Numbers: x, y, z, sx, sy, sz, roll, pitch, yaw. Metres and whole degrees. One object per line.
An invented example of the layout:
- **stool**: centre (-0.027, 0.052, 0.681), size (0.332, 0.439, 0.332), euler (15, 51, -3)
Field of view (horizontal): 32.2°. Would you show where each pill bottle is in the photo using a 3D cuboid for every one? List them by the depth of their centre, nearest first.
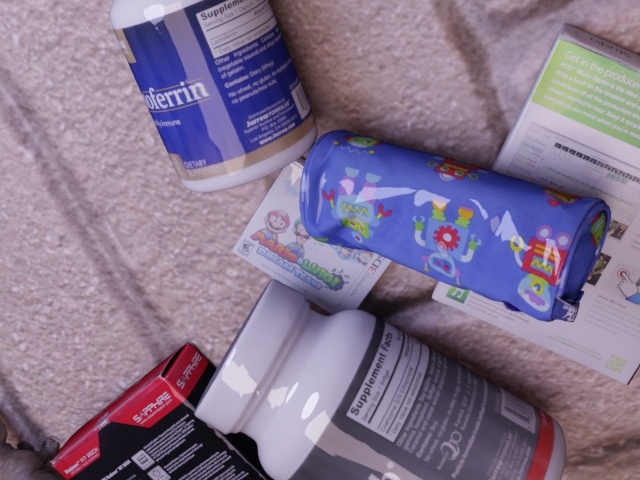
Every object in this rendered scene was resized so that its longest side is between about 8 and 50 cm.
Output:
- **pill bottle**: centre (-0.115, -0.194, 1.095), size (0.153, 0.153, 0.264), euler (-14, 110, 21)
- **pill bottle**: centre (0.062, 0.203, 1.205), size (0.363, 0.210, 0.210), euler (30, 120, -3)

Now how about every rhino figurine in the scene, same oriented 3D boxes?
- **rhino figurine**: centre (-0.389, 0.301, 1.443), size (0.073, 0.106, 0.243), euler (-30, 105, 25)

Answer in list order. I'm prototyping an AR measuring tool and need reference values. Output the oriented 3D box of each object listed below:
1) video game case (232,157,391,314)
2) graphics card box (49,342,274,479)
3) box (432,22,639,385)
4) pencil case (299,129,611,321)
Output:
- **video game case**: centre (0.000, 0.000, 1.235), size (0.157, 0.019, 0.143), euler (32, 120, -3)
- **graphics card box**: centre (-0.126, 0.328, 1.393), size (0.371, 0.094, 0.233), euler (46, 118, -8)
- **box**: centre (0.281, -0.029, 1.125), size (0.232, 0.058, 0.322), euler (24, 121, 3)
- **pencil case**: centre (0.126, -0.014, 1.080), size (0.306, 0.119, 0.133), euler (19, 118, 26)
